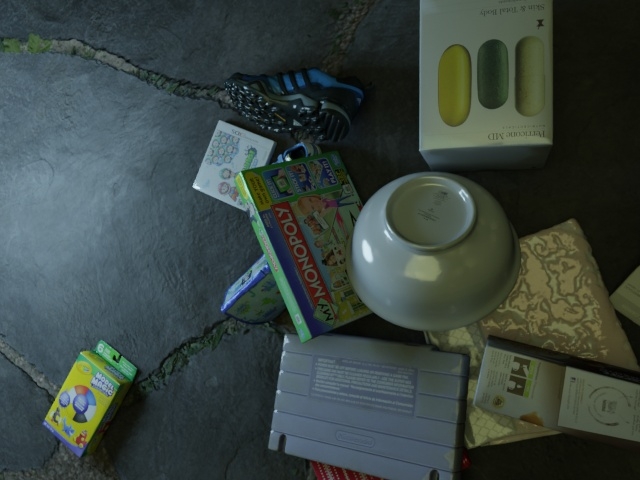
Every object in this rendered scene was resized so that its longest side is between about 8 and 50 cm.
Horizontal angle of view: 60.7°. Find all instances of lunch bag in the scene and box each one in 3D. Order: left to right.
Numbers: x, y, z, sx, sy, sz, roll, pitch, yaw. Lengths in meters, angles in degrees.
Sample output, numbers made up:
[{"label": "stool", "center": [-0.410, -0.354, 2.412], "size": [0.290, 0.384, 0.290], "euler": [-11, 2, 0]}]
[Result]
[{"label": "lunch bag", "center": [-0.109, 0.092, 1.040], "size": [0.129, 0.151, 0.096], "euler": [-44, 75, 12]}]

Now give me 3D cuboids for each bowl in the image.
[{"label": "bowl", "center": [0.180, -0.011, 0.895], "size": [0.298, 0.134, 0.298], "euler": [-5, 57, 8]}]

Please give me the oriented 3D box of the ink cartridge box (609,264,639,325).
[{"label": "ink cartridge box", "center": [0.653, 0.082, 0.835], "size": [0.296, 0.066, 0.261], "euler": [38, 124, 17]}]

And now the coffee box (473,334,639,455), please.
[{"label": "coffee box", "center": [0.368, 0.226, 0.826], "size": [0.246, 0.141, 0.098], "euler": [12, 92, 19]}]

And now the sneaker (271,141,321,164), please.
[{"label": "sneaker", "center": [-0.068, -0.149, 1.091], "size": [0.144, 0.059, 0.053], "euler": [-39, 78, 13]}]

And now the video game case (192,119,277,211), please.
[{"label": "video game case", "center": [-0.182, -0.158, 1.151], "size": [0.143, 0.019, 0.157], "euler": [24, 94, 19]}]

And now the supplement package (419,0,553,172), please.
[{"label": "supplement package", "center": [0.275, -0.261, 0.911], "size": [0.199, 0.198, 0.263], "euler": [0, 87, 18]}]

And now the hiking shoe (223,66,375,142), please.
[{"label": "hiking shoe", "center": [-0.051, -0.286, 1.089], "size": [0.304, 0.113, 0.132], "euler": [22, 63, 25]}]

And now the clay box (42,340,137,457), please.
[{"label": "clay box", "center": [-0.508, 0.346, 1.208], "size": [0.127, 0.053, 0.222], "euler": [31, 97, 17]}]

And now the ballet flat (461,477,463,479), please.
[{"label": "ballet flat", "center": [0.212, 0.557, 0.942], "size": [0.106, 0.107, 0.316], "euler": [21, 99, -2]}]

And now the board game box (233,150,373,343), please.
[{"label": "board game box", "center": [0.000, 0.000, 0.994], "size": [0.046, 0.213, 0.317], "euler": [-41, 70, 56]}]

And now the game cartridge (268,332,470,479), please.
[{"label": "game cartridge", "center": [0.080, 0.288, 0.970], "size": [0.355, 0.068, 0.230], "euler": [1, 73, 31]}]

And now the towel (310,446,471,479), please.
[{"label": "towel", "center": [0.110, 0.371, 0.988], "size": [0.275, 0.031, 0.199], "euler": [-34, 61, 14]}]

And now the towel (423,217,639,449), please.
[{"label": "towel", "center": [0.343, 0.167, 0.938], "size": [0.317, 0.053, 0.332], "euler": [-20, 81, 16]}]
